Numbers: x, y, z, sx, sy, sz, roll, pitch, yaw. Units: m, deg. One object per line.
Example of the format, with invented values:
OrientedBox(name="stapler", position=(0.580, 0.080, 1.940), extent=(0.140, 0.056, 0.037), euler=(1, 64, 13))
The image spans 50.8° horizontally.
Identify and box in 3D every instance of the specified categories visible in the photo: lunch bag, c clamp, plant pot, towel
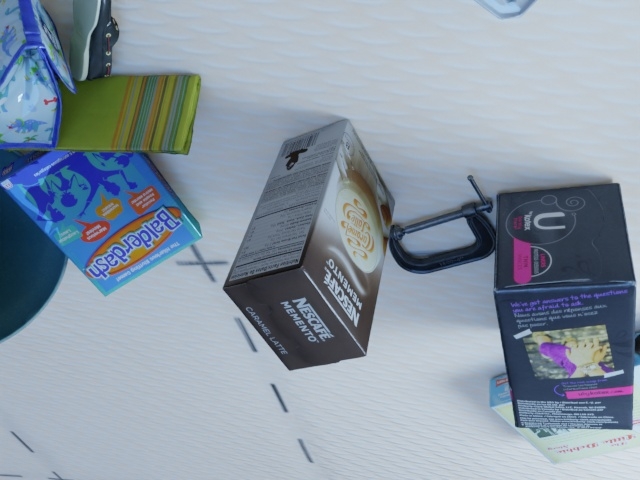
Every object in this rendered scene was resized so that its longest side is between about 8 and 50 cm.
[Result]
OrientedBox(name="lunch bag", position=(-0.324, -0.193, 0.725), extent=(0.096, 0.128, 0.151), euler=(-8, 148, -32))
OrientedBox(name="c clamp", position=(0.152, -0.013, 0.859), extent=(0.161, 0.022, 0.137), euler=(-23, 129, 31))
OrientedBox(name="plant pot", position=(-0.511, -0.011, 0.896), extent=(0.195, 0.290, 0.290), euler=(20, 150, 50))
OrientedBox(name="towel", position=(-0.256, -0.147, 0.788), extent=(0.237, 0.102, 0.021), euler=(3, 158, 14))

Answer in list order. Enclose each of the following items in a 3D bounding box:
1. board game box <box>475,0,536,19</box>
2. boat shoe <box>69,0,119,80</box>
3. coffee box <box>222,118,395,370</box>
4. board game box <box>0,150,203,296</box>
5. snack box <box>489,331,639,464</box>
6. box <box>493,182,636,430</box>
OrientedBox(name="board game box", position=(0.118, -0.410, 0.456), extent=(0.390, 0.050, 0.390), euler=(30, 134, -15))
OrientedBox(name="boat shoe", position=(-0.245, -0.234, 0.737), extent=(0.049, 0.042, 0.133), euler=(51, 138, 25))
OrientedBox(name="coffee box", position=(0.000, 0.000, 0.750), extent=(0.098, 0.246, 0.141), euler=(-15, 128, 28))
OrientedBox(name="board game box", position=(-0.277, -0.046, 0.875), extent=(0.160, 0.047, 0.210), euler=(-32, 125, 1))
OrientedBox(name="snack box", position=(0.435, 0.230, 0.985), extent=(0.322, 0.060, 0.187), euler=(-28, 120, 35))
OrientedBox(name="box", position=(0.293, 0.088, 0.811), extent=(0.143, 0.165, 0.270), euler=(-4, 132, 19))
